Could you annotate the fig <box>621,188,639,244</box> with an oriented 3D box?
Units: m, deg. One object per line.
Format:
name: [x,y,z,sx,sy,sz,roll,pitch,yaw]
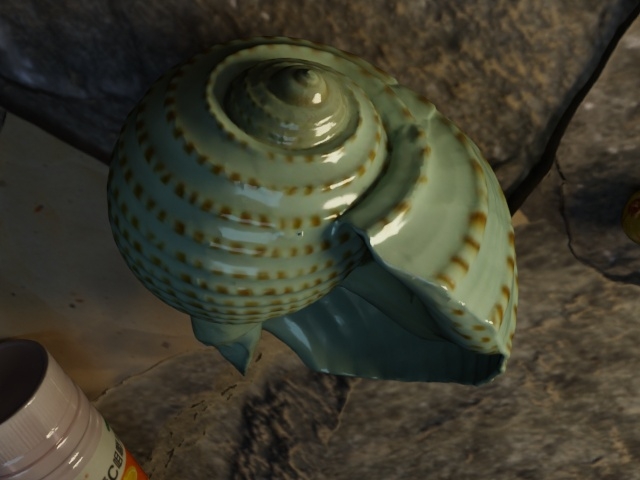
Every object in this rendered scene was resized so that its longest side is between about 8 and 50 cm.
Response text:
fig: [0.265,-0.010,1.021,0.050,0.050,0.083,-29,138,32]

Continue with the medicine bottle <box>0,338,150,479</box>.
medicine bottle: [-0.252,0.222,1.283,0.133,0.133,0.249,-13,127,23]

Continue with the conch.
conch: [0.005,-0.016,0.961,0.303,0.215,0.319,18,165,4]
